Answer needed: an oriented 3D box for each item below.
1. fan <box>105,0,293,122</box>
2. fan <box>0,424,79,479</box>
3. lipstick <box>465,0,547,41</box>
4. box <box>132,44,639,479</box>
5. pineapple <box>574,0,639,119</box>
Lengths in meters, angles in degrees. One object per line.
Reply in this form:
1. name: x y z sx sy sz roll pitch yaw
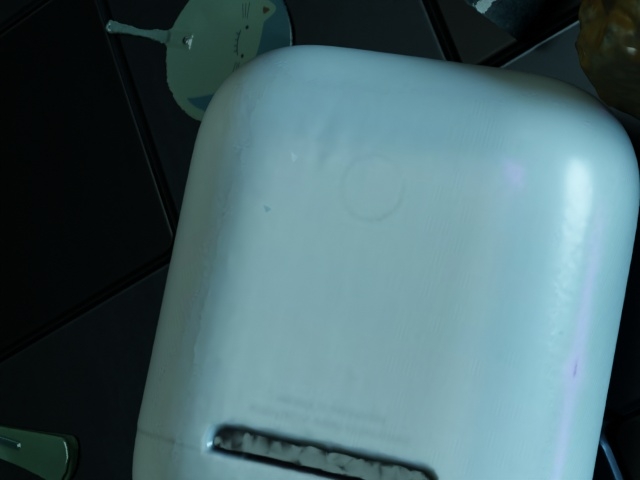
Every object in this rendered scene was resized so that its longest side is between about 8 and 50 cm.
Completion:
1. fan: -0.093 -0.146 1.278 0.175 0.005 0.113 14 91 32
2. fan: -0.265 0.152 1.334 0.193 0.016 0.038 10 90 33
3. lipstick: 0.179 -0.234 1.095 0.053 0.053 0.234 45 104 29
4. box: 0.037 0.058 1.065 0.289 0.141 0.349 10 88 19
5. pineapple: 0.260 -0.232 0.990 0.169 0.169 0.340 13 84 33
